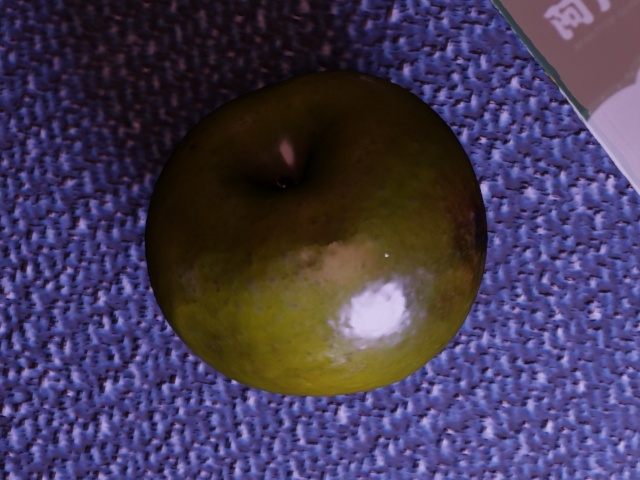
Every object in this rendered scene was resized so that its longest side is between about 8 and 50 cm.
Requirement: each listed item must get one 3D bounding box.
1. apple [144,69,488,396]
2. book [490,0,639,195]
[{"bbox_3d":[0.000,0.000,0.833,0.196,0.196,0.157,-16,130,4],"label":"apple"},{"bbox_3d":[0.252,-0.113,0.883,0.202,0.027,0.264,-37,98,8],"label":"book"}]
